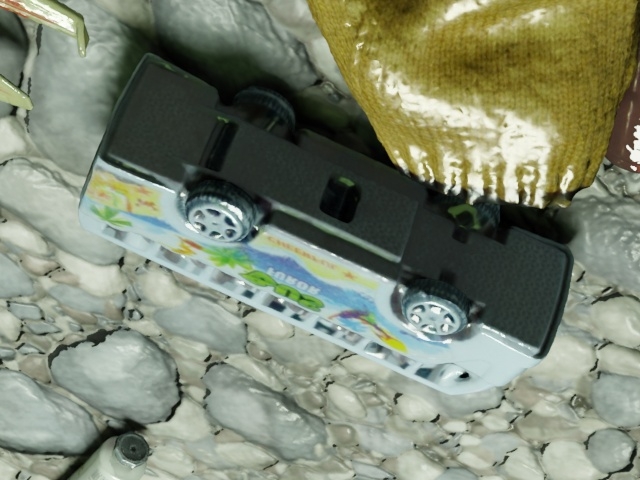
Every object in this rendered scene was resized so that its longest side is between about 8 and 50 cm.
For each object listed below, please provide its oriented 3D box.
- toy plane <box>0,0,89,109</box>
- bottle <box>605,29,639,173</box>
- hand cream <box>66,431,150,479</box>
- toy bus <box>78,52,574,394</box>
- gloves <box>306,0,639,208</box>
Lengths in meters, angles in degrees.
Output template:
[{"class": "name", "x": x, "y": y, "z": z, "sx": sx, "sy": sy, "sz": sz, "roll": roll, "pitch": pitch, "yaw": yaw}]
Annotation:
[{"class": "toy plane", "x": -0.271, "y": -0.174, "z": 1.227, "sx": 0.242, "sy": 0.104, "sz": 0.256, "roll": 6, "pitch": 135, "yaw": 16}, {"class": "bottle", "x": 0.205, "y": -0.118, "z": 1.160, "sx": 0.060, "sy": 0.060, "sz": 0.164, "roll": 11, "pitch": 136, "yaw": 8}, {"class": "hand cream", "x": -0.196, "y": 0.216, "z": 1.641, "sx": 0.067, "sy": 0.042, "sz": 0.194, "roll": 23, "pitch": 142, "yaw": -16}, {"class": "toy bus", "x": 0.000, "y": 0.000, "z": 1.313, "sx": 0.329, "sy": 0.109, "sz": 0.136, "roll": 25, "pitch": 145, "yaw": -7}, {"class": "gloves", "x": 0.086, "y": -0.175, "z": 1.071, "sx": 0.203, "sy": 0.155, "sz": 0.356, "roll": 11, "pitch": 141, "yaw": 21}]
